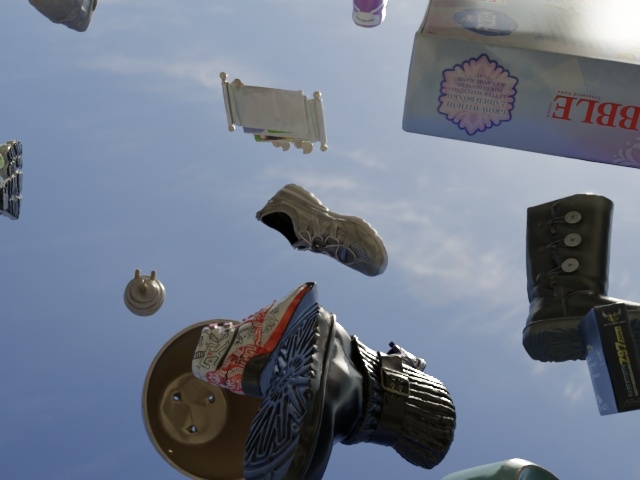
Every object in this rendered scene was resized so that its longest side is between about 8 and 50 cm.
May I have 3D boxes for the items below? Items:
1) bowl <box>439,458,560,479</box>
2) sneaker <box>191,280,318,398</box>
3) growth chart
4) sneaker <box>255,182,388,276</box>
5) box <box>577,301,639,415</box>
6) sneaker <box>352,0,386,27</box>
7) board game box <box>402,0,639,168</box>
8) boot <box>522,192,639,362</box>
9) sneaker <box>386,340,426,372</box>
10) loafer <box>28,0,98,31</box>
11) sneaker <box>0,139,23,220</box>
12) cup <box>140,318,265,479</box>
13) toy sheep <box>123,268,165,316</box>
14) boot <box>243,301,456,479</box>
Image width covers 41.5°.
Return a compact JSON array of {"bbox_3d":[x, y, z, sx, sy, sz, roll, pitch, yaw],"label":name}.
[{"bbox_3d":[0.372,0.531,1.563,0.312,0.163,0.311,28,-146,-21],"label":"bowl"},{"bbox_3d":[-0.111,0.147,1.429,0.145,0.090,0.270,10,-141,20],"label":"sneaker"},{"bbox_3d":[-0.099,-0.265,1.797,0.237,0.172,0.021,11,-135,9],"label":"growth chart"},{"bbox_3d":[0.000,0.000,1.594,0.281,0.105,0.115,29,-134,28],"label":"sneaker"},{"bbox_3d":[0.524,0.219,1.522,0.059,0.232,0.183,-11,-104,7],"label":"box"},{"bbox_3d":[0.119,-0.582,1.890,0.102,0.161,0.282,13,-131,10],"label":"sneaker"},{"bbox_3d":[0.230,-0.131,0.617,0.318,0.065,0.318,10,-154,6],"label":"board game box"},{"bbox_3d":[0.661,0.073,1.969,0.367,0.146,0.445,-1,-139,18],"label":"boot"},{"bbox_3d":[0.137,0.291,1.743,0.098,0.083,0.224,38,-151,7],"label":"sneaker"},{"bbox_3d":[-0.386,-0.468,1.307,0.112,0.111,0.319,-8,-114,20],"label":"loafer"},{"bbox_3d":[-0.445,-0.077,1.050,0.119,0.107,0.279,3,-177,-4],"label":"sneaker"},{"bbox_3d":[-0.241,0.350,1.798,0.331,0.237,0.330,8,-108,-24],"label":"cup"},{"bbox_3d":[-0.356,0.109,1.706,0.091,0.132,0.091,1,-112,-3],"label":"toy sheep"},{"bbox_3d":[0.056,0.256,1.144,0.260,0.131,0.348,37,-145,-14],"label":"boot"}]
